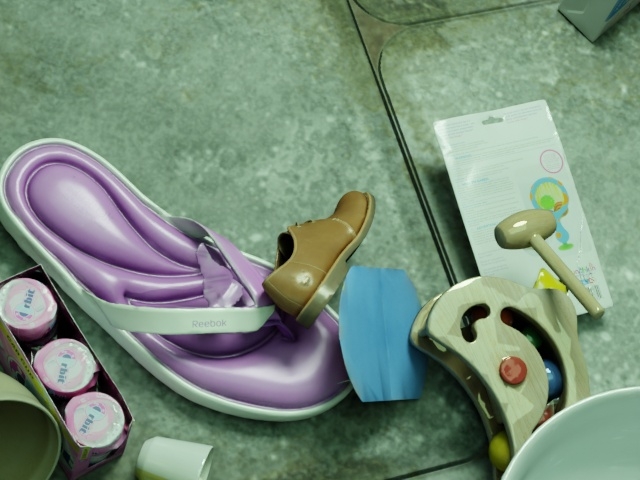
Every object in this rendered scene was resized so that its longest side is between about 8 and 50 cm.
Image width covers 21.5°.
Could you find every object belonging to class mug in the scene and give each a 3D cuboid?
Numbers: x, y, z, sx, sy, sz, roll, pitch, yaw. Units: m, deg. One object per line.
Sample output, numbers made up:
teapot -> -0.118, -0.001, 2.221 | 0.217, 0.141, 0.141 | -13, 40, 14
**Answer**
mug -> -0.144, 0.222, 1.603 | 0.064, 0.062, 0.078 | 18, 56, 5

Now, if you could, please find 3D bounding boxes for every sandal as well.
sandal -> -0.146, 0.039, 1.661 | 0.416, 0.102, 0.169 | 31, 65, 1

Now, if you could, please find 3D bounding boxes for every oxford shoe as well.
oxford shoe -> 0.000, 0.000, 1.693 | 0.076, 0.076, 0.212 | 33, 35, -1

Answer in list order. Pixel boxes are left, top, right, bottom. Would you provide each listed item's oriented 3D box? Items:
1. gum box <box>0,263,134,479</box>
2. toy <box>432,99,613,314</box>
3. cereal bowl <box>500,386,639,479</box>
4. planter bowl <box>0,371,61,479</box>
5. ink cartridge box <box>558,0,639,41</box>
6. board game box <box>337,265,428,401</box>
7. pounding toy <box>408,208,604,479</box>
gum box -> -0.248, 0.130, 1.594 | 0.062, 0.107, 0.188 | -27, 74, -22
toy -> 0.208, -0.022, 1.795 | 0.137, 0.056, 0.237 | -12, 74, -20
cereal bowl -> 0.312, 0.313, 1.548 | 0.339, 0.141, 0.339 | 1, 59, -2
planter bowl -> -0.333, 0.175, 1.540 | 0.162, 0.162, 0.109 | -23, 47, -21
ink cartridge box -> 0.366, -0.321, 1.940 | 0.061, 0.104, 0.181 | 45, 65, 9
board game box -> 0.051, 0.095, 1.680 | 0.168, 0.033, 0.133 | 5, 77, -57
pounding toy -> 0.184, 0.107, 1.647 | 0.154, 0.155, 0.269 | -9, 81, -13
